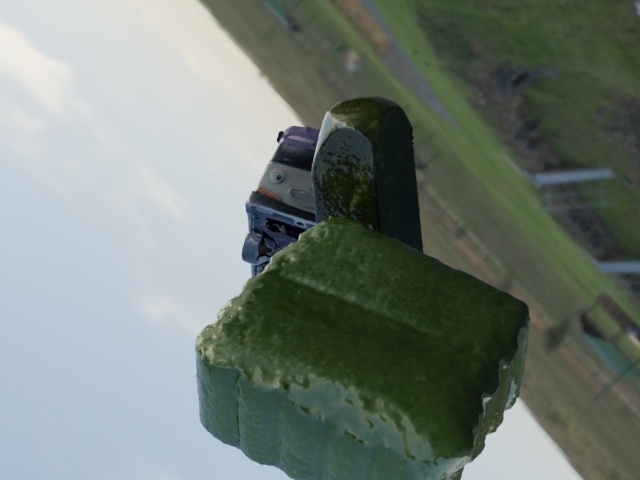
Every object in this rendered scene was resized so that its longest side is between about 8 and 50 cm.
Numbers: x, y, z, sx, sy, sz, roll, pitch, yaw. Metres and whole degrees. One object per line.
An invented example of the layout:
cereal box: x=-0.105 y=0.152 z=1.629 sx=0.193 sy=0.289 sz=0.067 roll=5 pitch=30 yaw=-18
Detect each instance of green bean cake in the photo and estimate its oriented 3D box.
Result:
green bean cake: x=0.041 y=0.107 z=0.961 sx=0.248 sy=0.222 sz=0.125 roll=23 pitch=135 yaw=25

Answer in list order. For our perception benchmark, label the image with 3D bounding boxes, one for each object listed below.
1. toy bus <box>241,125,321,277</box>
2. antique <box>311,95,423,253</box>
toy bus: x=0.000 y=0.000 z=2.027 sx=0.209 sy=0.249 sz=0.440 roll=18 pitch=150 yaw=10
antique: x=0.047 y=-0.032 z=1.123 sx=0.080 sy=0.221 sz=0.081 roll=8 pitch=-154 yaw=33
